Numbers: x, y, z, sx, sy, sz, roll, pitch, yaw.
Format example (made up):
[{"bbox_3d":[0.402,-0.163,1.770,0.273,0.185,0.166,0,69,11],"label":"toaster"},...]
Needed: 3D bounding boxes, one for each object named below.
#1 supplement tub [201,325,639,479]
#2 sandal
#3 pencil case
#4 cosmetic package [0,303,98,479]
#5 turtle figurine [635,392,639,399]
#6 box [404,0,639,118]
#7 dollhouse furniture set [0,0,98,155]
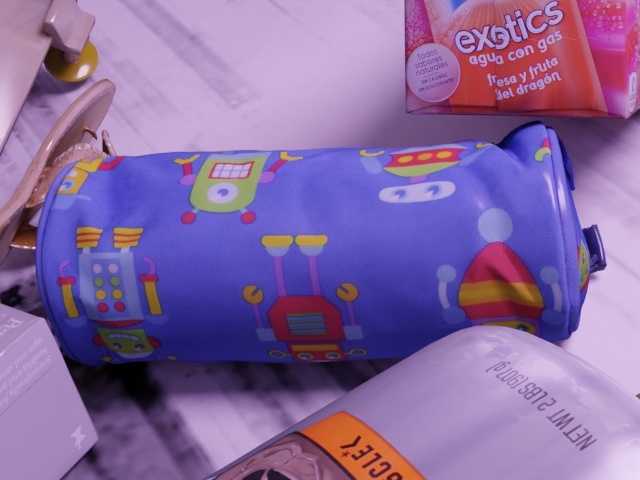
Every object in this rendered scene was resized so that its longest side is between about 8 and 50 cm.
[{"bbox_3d":[-0.026,0.189,0.391,0.338,0.207,0.207,-29,41,-16],"label":"supplement tub"},{"bbox_3d":[-0.169,-0.015,0.806,0.079,0.088,0.240,30,40,1],"label":"sandal"},{"bbox_3d":[0.000,0.000,0.678,0.306,0.119,0.133,-4,48,14],"label":"pencil case"},{"bbox_3d":[-0.257,0.087,0.678,0.238,0.107,0.127,10,43,33],"label":"cosmetic package"},{"bbox_3d":[0.201,0.064,0.519,0.217,0.087,0.269,-29,21,-6],"label":"turtle figurine"},{"bbox_3d":[0.145,-0.150,0.724,0.123,0.128,0.257,3,14,23],"label":"box"},{"bbox_3d":[-0.356,-0.082,0.947,0.303,0.198,0.286,18,66,-6],"label":"dollhouse furniture set"}]
